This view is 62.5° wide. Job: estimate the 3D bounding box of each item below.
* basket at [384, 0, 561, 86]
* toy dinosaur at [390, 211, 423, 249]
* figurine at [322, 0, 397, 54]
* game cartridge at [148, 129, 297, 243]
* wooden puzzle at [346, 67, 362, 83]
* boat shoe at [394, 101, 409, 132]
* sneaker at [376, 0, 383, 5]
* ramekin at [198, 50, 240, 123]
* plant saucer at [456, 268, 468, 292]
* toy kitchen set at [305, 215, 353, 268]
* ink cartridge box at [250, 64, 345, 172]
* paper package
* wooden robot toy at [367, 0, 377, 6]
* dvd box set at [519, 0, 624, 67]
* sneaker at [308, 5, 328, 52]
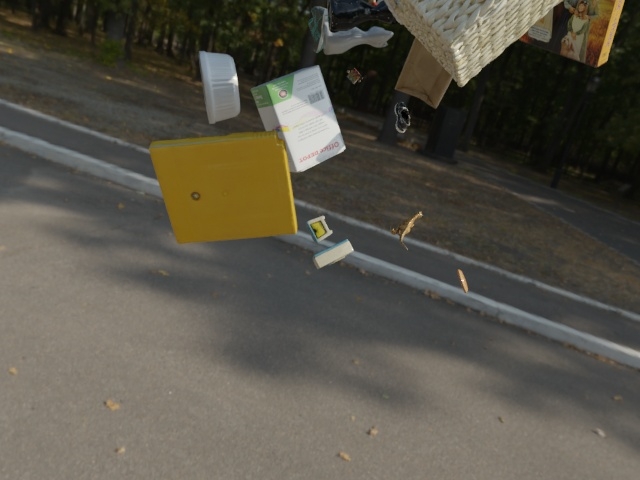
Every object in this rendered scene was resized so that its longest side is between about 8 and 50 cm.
[{"bbox_3d":[0.326,-0.554,1.102,0.266,0.331,0.328,52,15,10],"label":"basket"},{"bbox_3d":[0.314,-0.040,1.987,0.064,0.112,0.211,42,56,-11],"label":"toy dinosaur"},{"bbox_3d":[0.119,-0.614,1.518,0.210,0.092,0.215,-4,-8,-7],"label":"figurine"},{"bbox_3d":[-0.234,-0.129,1.328,0.324,0.285,0.052,-5,34,2],"label":"game cartridge"},{"bbox_3d":[0.148,-0.722,2.318,0.083,0.049,0.006,52,26,15],"label":"wooden puzzle"},{"bbox_3d":[0.258,-0.392,1.646,0.046,0.038,0.125,22,53,-17],"label":"boat shoe"},{"bbox_3d":[0.270,-0.870,1.866,0.153,0.101,0.268,-1,59,-30],"label":"sneaker"},{"bbox_3d":[-0.389,-0.594,2.043,0.127,0.272,0.273,-8,21,-12],"label":"ramekin"},{"bbox_3d":[0.477,0.135,1.767,0.013,0.083,0.083,-20,5,18],"label":"plant saucer"},{"bbox_3d":[0.000,0.000,1.710,0.122,0.166,0.207,-27,-4,-10],"label":"toy kitchen set"},{"bbox_3d":[-0.067,-0.377,1.653,0.201,0.278,0.117,-29,22,-25],"label":"ink cartridge box"},{"bbox_3d":[0.420,-0.673,1.801,0.168,0.309,0.324,26,51,5],"label":"paper package"},{"bbox_3d":[0.144,-0.798,1.718,0.079,0.076,0.173,-1,-4,-6],"label":"wooden robot toy"},{"bbox_3d":[0.783,-0.780,1.625,0.062,0.420,0.308,-34,52,-21],"label":"dvd box set"},{"bbox_3d":[-0.008,-0.713,1.772,0.076,0.166,0.065,27,51,7],"label":"sneaker"}]
